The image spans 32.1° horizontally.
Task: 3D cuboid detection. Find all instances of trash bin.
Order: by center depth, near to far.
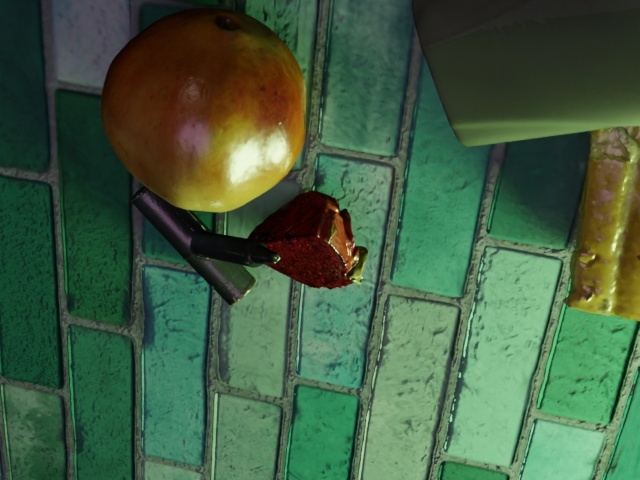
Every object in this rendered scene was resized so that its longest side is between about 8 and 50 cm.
[{"bbox_3d":[0.232,-0.197,0.975,0.250,0.219,0.219,-10,119,27],"label":"trash bin"}]

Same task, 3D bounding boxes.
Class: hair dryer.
[{"bbox_3d":[-0.115,-0.005,1.223,0.173,0.050,0.195,46,158,-16],"label":"hair dryer"}]

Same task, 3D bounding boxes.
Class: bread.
[{"bbox_3d":[0.373,-0.032,1.103,0.239,0.111,0.246,8,123,8],"label":"bread"}]

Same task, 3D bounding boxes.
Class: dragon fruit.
[{"bbox_3d":[0.000,0.000,1.238,0.106,0.083,0.162,39,150,-24],"label":"dragon fruit"}]

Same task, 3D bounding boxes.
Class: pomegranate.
[{"bbox_3d":[-0.115,-0.130,1.103,0.209,0.209,0.209,6,123,10],"label":"pomegranate"}]
